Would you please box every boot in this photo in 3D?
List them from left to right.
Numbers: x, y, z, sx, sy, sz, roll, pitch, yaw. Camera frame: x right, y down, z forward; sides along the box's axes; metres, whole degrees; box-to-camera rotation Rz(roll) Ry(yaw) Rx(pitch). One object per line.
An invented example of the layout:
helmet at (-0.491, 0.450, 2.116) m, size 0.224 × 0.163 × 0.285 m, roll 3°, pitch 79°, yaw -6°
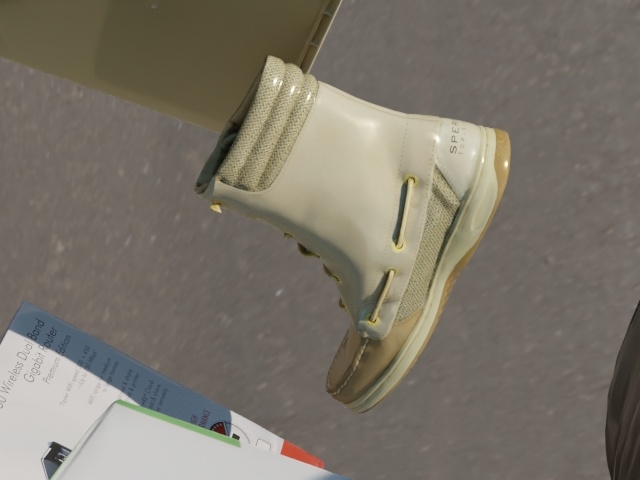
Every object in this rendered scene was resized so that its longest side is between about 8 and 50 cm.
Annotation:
boot at (0.000, 0.000, 1.183) m, size 0.203 × 0.262 × 0.095 m, roll 18°, pitch 35°, yaw -11°

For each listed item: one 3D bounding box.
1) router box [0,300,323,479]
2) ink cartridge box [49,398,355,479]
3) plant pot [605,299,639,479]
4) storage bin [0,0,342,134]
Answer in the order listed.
router box at (-0.164, 0.235, 1.252) m, size 0.301 × 0.082 × 0.335 m, roll 29°, pitch 31°, yaw -10°
ink cartridge box at (-0.071, 0.220, 0.944) m, size 0.160 × 0.219 × 0.092 m, roll 17°, pitch 42°, yaw 15°
plant pot at (0.142, 0.041, 0.358) m, size 0.237 × 0.237 × 0.110 m, roll -40°, pitch 48°, yaw -18°
storage bin at (-0.116, -0.222, 1.244) m, size 0.262 × 0.260 × 0.123 m, roll 20°, pitch 53°, yaw -7°
